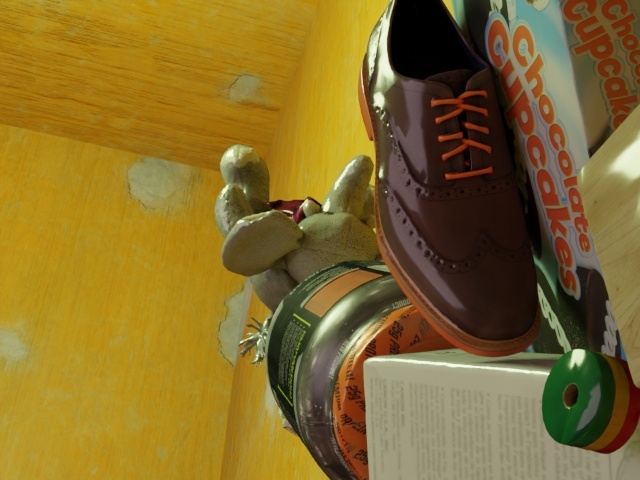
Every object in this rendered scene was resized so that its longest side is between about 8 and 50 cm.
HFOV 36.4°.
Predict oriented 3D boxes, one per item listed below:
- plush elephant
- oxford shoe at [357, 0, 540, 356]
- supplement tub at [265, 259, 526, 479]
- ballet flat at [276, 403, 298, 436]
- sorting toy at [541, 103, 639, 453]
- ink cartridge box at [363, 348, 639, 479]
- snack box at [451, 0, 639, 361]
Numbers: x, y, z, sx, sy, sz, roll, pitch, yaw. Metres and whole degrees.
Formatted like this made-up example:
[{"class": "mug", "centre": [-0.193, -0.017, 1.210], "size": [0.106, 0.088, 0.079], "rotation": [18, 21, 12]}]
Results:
[{"class": "plush elephant", "centre": [0.000, 0.000, 1.294], "size": [0.255, 0.272, 0.330], "rotation": [-35, 37, 57]}, {"class": "oxford shoe", "centre": [0.080, -0.054, 0.639], "size": [0.098, 0.097, 0.271], "rotation": [95, 161, -57]}, {"class": "supplement tub", "centre": [0.066, 0.126, 0.905], "size": [0.338, 0.207, 0.207], "rotation": [-168, 90, -80]}, {"class": "ballet flat", "centre": [0.021, 0.145, 1.450], "size": [0.409, 0.147, 0.147], "rotation": [-84, 11, -46]}, {"class": "sorting toy", "centre": [0.184, -0.025, 0.413], "size": [0.132, 0.046, 0.274], "rotation": [-92, 26, -42]}, {"class": "ink cartridge box", "centre": [0.158, 0.222, 0.540], "size": [0.385, 0.091, 0.308], "rotation": [-7, 84, 61]}, {"class": "snack box", "centre": [0.162, -0.048, 0.629], "size": [0.187, 0.060, 0.322], "rotation": [-153, 49, -80]}]
